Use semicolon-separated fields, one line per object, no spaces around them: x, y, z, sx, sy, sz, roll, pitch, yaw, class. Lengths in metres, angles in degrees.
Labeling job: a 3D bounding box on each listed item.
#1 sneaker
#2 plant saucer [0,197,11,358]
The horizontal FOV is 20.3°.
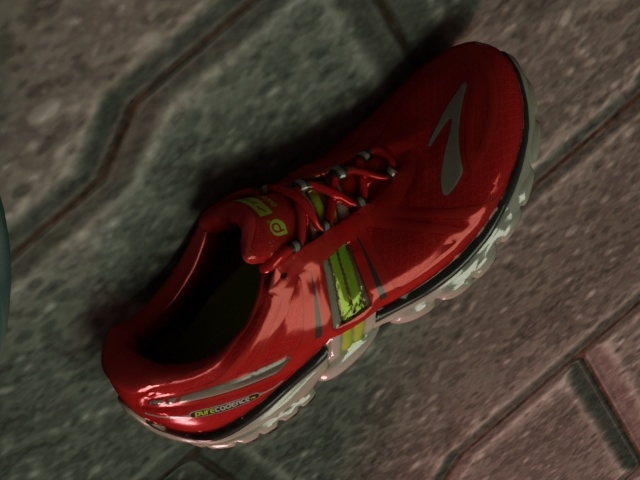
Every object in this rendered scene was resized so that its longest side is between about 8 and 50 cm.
0.000;0.000;0.934;0.279;0.107;0.118;-46;143;5;sneaker
-0.237;0.073;0.713;0.318;0.044;0.317;-38;145;-34;plant saucer
